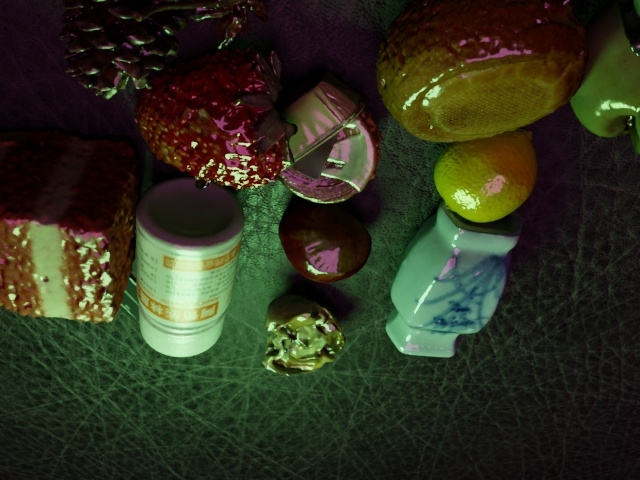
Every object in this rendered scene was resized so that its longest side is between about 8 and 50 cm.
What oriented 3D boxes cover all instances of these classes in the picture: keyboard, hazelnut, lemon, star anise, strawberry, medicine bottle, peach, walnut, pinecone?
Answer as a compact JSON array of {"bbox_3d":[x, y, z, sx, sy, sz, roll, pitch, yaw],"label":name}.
[{"bbox_3d":[-0.461,0.166,1.415,0.104,0.041,0.381,-15,126,15],"label":"keyboard"},{"bbox_3d":[0.006,-0.004,1.183,0.170,0.160,0.201,-36,88,15],"label":"hazelnut"},{"bbox_3d":[0.309,-0.129,1.035,0.178,0.178,0.203,31,120,-27],"label":"lemon"},{"bbox_3d":[-0.143,-0.346,0.805,0.234,0.073,0.177,-54,148,-8],"label":"star anise"},{"bbox_3d":[-0.201,-0.186,0.932,0.307,0.138,0.233,-8,103,18],"label":"strawberry"},{"bbox_3d":[-0.285,0.066,1.192,0.211,0.211,0.371,9,133,-9],"label":"medicine bottle"},{"bbox_3d":[0.532,-0.262,0.832,0.292,0.292,0.247,-32,143,27],"label":"peach"},{"bbox_3d":[-0.046,0.222,1.400,0.204,0.141,0.238,-3,133,-13],"label":"walnut"},{"bbox_3d":[-0.295,-0.314,0.825,0.179,0.184,0.204,15,91,-8],"label":"pinecone"}]

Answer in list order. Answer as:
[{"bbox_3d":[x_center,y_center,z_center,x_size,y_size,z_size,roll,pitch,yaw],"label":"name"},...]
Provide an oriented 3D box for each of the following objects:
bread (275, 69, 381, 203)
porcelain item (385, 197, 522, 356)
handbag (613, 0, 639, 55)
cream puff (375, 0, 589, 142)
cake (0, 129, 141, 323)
[{"bbox_3d":[0.001,-0.172,1.009,0.224,0.142,0.212,-31,110,25],"label":"bread"},{"bbox_3d":[0.287,0.088,1.242,0.243,0.178,0.405,7,134,-8],"label":"porcelain item"},{"bbox_3d":[0.425,-0.417,0.620,0.163,0.327,0.325,5,143,13],"label":"handbag"},{"bbox_3d":[0.230,-0.281,0.844,0.303,0.212,0.303,-6,165,-2],"label":"cream puff"},{"bbox_3d":[-0.515,-0.035,1.048,0.320,0.270,0.269,9,133,-9],"label":"cake"}]
